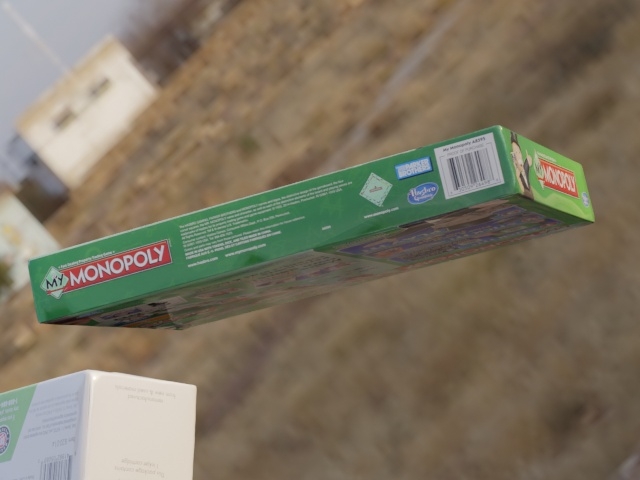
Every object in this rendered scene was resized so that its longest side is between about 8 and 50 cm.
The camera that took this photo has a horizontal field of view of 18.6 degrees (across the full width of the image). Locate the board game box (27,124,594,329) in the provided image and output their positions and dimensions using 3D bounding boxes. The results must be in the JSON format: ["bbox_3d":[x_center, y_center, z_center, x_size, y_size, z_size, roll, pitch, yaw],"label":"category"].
[{"bbox_3d":[0.000,0.000,1.264,0.317,0.046,0.213,-15,-8,18],"label":"board game box"}]

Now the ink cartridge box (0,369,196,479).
[{"bbox_3d":[-0.218,0.308,1.750,0.207,0.119,0.354,-17,66,52],"label":"ink cartridge box"}]
